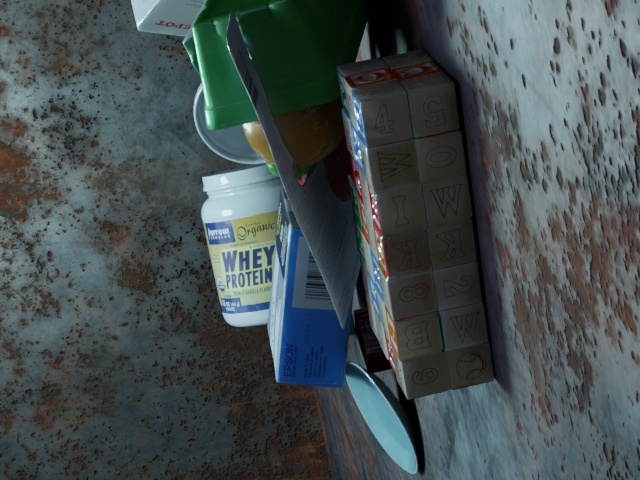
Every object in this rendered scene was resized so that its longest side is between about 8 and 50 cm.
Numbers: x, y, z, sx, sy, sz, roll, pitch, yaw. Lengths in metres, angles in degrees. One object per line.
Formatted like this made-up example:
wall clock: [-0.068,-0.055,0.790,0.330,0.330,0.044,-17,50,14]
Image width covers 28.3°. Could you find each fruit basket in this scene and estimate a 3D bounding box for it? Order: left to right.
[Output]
fruit basket: [-0.018,-0.135,1.378,0.327,0.165,0.353,-75,-26,-52]

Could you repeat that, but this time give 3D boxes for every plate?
plate: [0.095,0.253,1.841,0.188,0.024,0.188,53,164,23]

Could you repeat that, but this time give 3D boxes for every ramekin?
ramekin: [-0.126,-0.254,2.310,0.109,0.207,0.207,-95,-3,-56]

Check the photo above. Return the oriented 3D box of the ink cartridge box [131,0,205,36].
ink cartridge box: [-0.116,-0.373,1.546,0.232,0.171,0.168,-35,60,48]

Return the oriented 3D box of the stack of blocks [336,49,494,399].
stack of blocks: [0.084,-0.023,1.208,0.171,0.087,0.297,-114,13,-66]

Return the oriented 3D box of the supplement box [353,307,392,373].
supplement box: [0.079,0.146,1.872,0.055,0.043,0.083,85,171,-49]

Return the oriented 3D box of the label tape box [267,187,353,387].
label tape box: [-0.020,0.051,1.961,0.334,0.105,0.241,-108,22,-72]

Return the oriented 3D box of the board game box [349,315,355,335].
board game box: [0.000,0.000,2.361,0.213,0.046,0.317,-123,21,-72]

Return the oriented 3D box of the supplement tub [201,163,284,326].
supplement tub: [-0.119,0.002,2.619,0.228,0.228,0.316,-145,43,-82]
